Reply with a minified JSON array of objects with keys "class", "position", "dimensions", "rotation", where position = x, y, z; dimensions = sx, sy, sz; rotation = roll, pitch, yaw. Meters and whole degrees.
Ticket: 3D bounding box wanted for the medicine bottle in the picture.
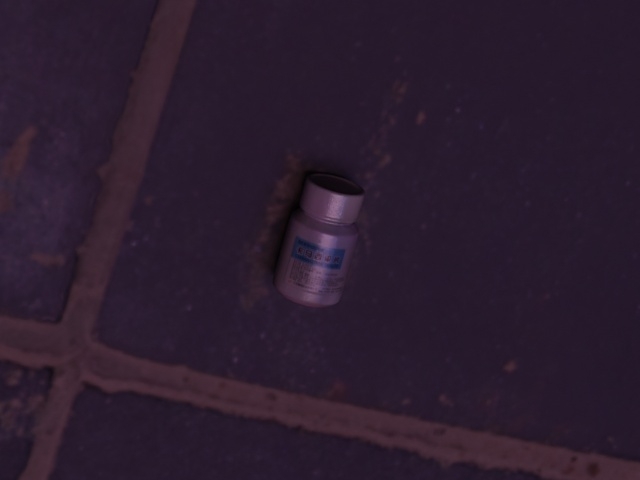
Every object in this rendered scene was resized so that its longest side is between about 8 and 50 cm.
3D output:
[{"class":"medicine bottle","position":[0.000,0.000,1.415],"dimensions":[0.052,0.052,0.089],"rotation":[10,108,-17]}]
